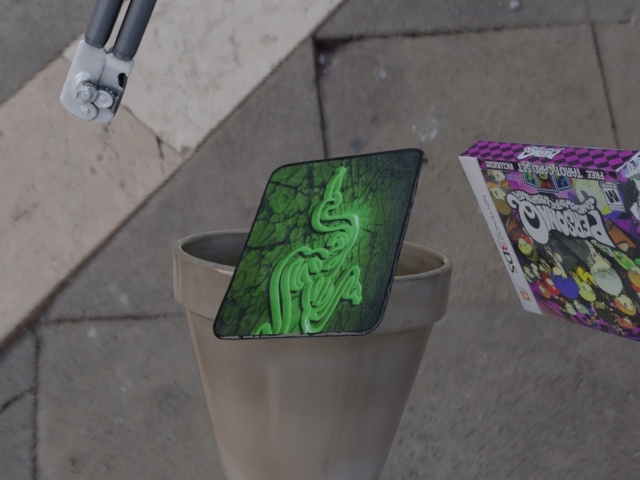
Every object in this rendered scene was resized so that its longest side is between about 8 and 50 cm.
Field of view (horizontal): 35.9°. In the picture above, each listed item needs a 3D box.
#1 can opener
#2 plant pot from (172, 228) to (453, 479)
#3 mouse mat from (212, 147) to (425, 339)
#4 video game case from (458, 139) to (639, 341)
[{"bbox_3d":[-0.259,-0.269,1.256,0.074,0.280,0.093,23,37,-11],"label":"can opener"},{"bbox_3d":[-0.018,0.146,1.167,0.323,0.323,0.280,5,99,4],"label":"plant pot"},{"bbox_3d":[0.000,0.000,0.805,0.153,0.007,0.189,-5,50,29],"label":"mouse mat"},{"bbox_3d":[0.259,0.000,1.003,0.042,0.232,0.210,-36,114,-21],"label":"video game case"}]
